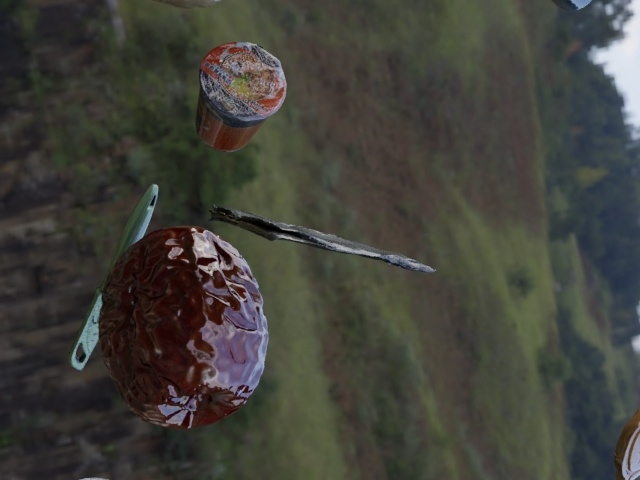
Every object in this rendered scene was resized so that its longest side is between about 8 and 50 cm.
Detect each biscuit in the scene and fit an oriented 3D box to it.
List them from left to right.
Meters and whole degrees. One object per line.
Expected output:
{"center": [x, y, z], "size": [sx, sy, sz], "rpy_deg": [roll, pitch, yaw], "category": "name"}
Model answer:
{"center": [0.398, 0.234, 1.649], "size": [0.023, 0.118, 0.140], "rpy_deg": [38, -15, 32], "category": "biscuit"}

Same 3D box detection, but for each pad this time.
{"center": [0.000, -0.001, 1.620], "size": [0.174, 0.233, 0.022], "rpy_deg": [18, -86, 60], "category": "pad"}

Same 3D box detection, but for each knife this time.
{"center": [-0.273, 0.052, 1.826], "size": [0.020, 0.043, 0.293], "rpy_deg": [43, -66, 40], "category": "knife"}

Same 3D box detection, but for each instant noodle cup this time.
{"center": [-0.123, -0.193, 1.930], "size": [0.136, 0.127, 0.127], "rpy_deg": [124, -45, -62], "category": "instant noodle cup"}

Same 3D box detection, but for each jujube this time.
{"center": [-0.176, 0.106, 1.703], "size": [0.213, 0.212, 0.232], "rpy_deg": [85, -8, -58], "category": "jujube"}

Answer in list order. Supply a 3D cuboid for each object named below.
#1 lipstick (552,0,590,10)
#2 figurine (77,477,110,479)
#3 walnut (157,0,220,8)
{"center": [0.225, -0.284, 1.367], "size": [0.234, 0.053, 0.054], "rpy_deg": [13, 61, -65], "category": "lipstick"}
{"center": [-0.394, 0.522, 2.268], "size": [0.133, 0.176, 0.236], "rpy_deg": [-91, -171, -63], "category": "figurine"}
{"center": [-0.187, -0.519, 1.900], "size": [0.381, 0.381, 0.381], "rpy_deg": [167, -90, -85], "category": "walnut"}
